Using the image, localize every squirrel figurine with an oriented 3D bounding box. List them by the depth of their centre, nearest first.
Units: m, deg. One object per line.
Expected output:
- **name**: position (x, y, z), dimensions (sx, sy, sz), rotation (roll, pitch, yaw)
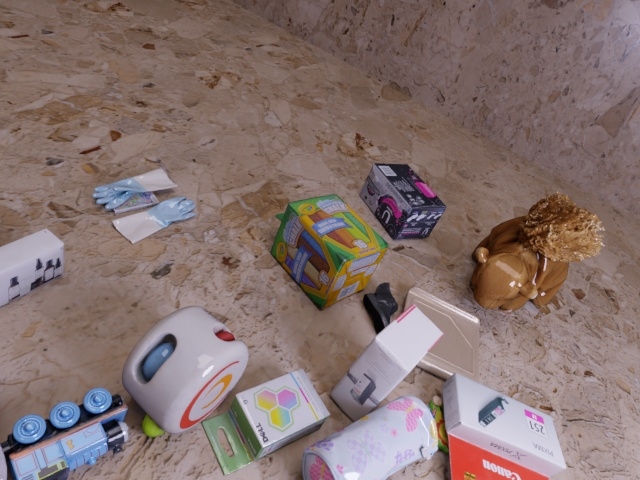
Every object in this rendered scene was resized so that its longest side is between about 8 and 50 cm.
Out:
- **squirrel figurine**: position (0.587, 0.034, 1.322), dimensions (0.370, 0.397, 0.281), rotation (-11, 54, -50)

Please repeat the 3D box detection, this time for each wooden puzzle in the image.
- **wooden puzzle**: position (0.308, 0.251, 1.202), dimensions (0.220, 0.044, 0.239), rotation (26, 41, 2)

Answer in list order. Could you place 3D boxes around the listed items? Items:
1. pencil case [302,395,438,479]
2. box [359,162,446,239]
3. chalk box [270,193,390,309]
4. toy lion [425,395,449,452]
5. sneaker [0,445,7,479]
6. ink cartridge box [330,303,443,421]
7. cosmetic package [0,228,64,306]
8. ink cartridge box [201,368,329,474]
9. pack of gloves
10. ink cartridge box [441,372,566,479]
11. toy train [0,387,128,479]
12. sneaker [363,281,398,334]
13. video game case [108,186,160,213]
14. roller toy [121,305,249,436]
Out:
- **pencil case**: position (0.097, 0.389, 0.852), dimensions (0.273, 0.113, 0.124), rotation (-10, 62, -38)
- **box**: position (0.271, -0.134, 1.564), dimensions (0.163, 0.142, 0.247), rotation (-4, 44, -31)
- **chalk box**: position (0.000, 0.000, 1.216), dimensions (0.180, 0.179, 0.289), rotation (-18, 54, -43)
- **toy lion**: position (0.267, 0.403, 1.000), dimensions (0.096, 0.034, 0.100), rotation (37, 37, 5)
- **sneaker**: position (-0.538, 0.292, 0.622), dimensions (0.124, 0.179, 0.322), rotation (40, 40, -63)
- **ink cartridge box**: position (0.132, 0.255, 0.947), dimensions (0.092, 0.218, 0.158), rotation (45, 41, 17)
- **cosmetic package**: position (-0.603, 0.073, 0.858), dimensions (0.060, 0.099, 0.239), rotation (34, 38, 13)
- **ink cartridge box**: position (-0.099, 0.329, 0.857), dimensions (0.209, 0.062, 0.109), rotation (-10, 50, -37)
- **pack of gloves**: position (-0.447, -0.110, 1.195), dimensions (0.195, 0.046, 0.232), rotation (42, 41, 14)
- **ink cartridge box**: position (0.392, 0.440, 0.975), dimensions (0.275, 0.060, 0.239), rotation (26, 35, -9)
- **toy train**: position (-0.387, 0.308, 0.715), dimensions (0.184, 0.080, 0.105), rotation (-15, 61, -43)
- **sneaker**: position (0.170, 0.180, 1.198), dimensions (0.089, 0.051, 0.170), rotation (-1, 40, -23)
- **video game case**: position (-0.500, -0.112, 1.215), dimensions (0.122, 0.011, 0.087), rotation (-19, 54, -43)
- **roller toy**: position (-0.234, 0.217, 0.810), dimensions (0.146, 0.191, 0.209), rotation (37, 39, 18)
